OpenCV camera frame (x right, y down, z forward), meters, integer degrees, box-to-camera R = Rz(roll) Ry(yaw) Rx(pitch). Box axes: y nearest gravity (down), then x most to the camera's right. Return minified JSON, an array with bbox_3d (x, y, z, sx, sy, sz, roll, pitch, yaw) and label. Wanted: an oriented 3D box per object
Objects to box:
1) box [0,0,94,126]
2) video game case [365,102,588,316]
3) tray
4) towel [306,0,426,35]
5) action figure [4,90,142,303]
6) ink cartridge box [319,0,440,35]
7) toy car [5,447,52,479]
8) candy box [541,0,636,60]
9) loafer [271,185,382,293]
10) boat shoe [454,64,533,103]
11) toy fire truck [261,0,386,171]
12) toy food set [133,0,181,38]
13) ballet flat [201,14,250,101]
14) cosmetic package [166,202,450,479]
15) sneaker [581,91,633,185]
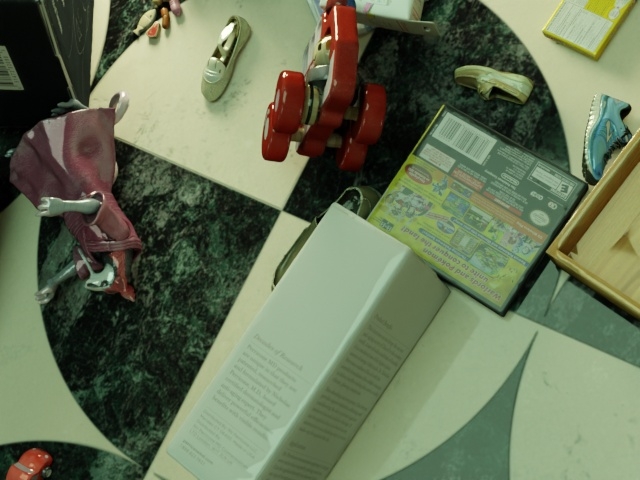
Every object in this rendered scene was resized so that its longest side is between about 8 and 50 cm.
[{"bbox_3d":[-0.578,-0.511,2.026,0.297,0.480,0.472,1,70,-2],"label":"box"},{"bbox_3d":[0.246,-0.053,1.822,0.275,0.035,0.248,33,87,20],"label":"video game case"},{"bbox_3d":[0.549,-0.082,1.705,0.203,0.076,0.411,37,88,27],"label":"tray"},{"bbox_3d":[0.100,-0.486,2.036,0.285,0.034,0.209,-25,66,12],"label":"towel"},{"bbox_3d":[-0.412,-0.049,2.052,0.275,0.248,0.370,-23,73,-33],"label":"action figure"},{"bbox_3d":[0.109,-0.404,1.937,0.198,0.115,0.067,13,92,11],"label":"ink cartridge box"},{"bbox_3d":[-0.534,0.504,1.954,0.239,0.053,0.225,-38,63,7],"label":"toy car"},{"bbox_3d":[0.465,-0.403,1.867,0.105,0.027,0.206,33,87,29],"label":"candy box"},{"bbox_3d":[0.000,0.000,1.886,0.094,0.087,0.251,39,90,27],"label":"loafer"},{"bbox_3d":[0.282,-0.256,1.879,0.135,0.050,0.045,13,73,25],"label":"boat shoe"},{"bbox_3d":[0.007,-0.266,1.864,0.169,0.302,0.254,6,72,-10],"label":"toy fire truck"},{"bbox_3d":[-0.307,-0.440,2.189,0.078,0.019,0.122,31,86,27],"label":"toy food set"},{"bbox_3d":[-0.184,-0.339,2.090,0.057,0.052,0.168,19,81,25],"label":"ballet flat"},{"bbox_3d":[-0.011,0.195,1.750,0.161,0.230,0.453,33,86,28],"label":"cosmetic package"},{"bbox_3d":[0.449,-0.159,1.768,0.073,0.063,0.162,11,67,15],"label":"sneaker"}]
